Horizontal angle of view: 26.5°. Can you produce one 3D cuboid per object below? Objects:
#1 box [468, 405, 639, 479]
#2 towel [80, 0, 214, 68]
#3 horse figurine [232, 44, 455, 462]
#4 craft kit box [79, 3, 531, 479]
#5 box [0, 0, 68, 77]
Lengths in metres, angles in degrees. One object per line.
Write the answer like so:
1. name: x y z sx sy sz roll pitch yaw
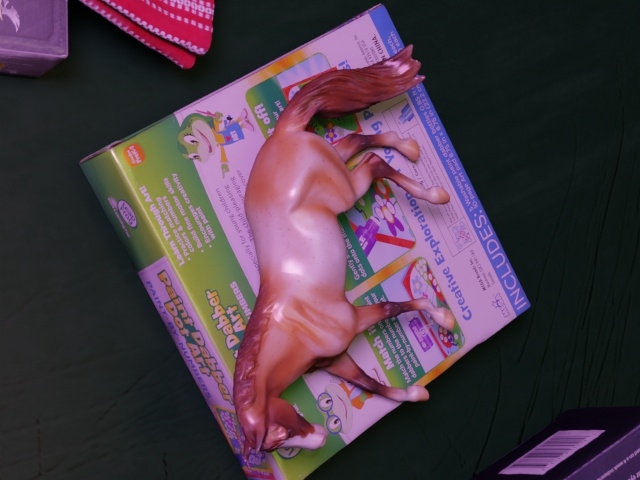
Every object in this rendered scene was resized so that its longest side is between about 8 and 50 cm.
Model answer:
1. box: 0.204 0.244 0.985 0.153 0.108 0.207 -26 97 -33
2. towel: -0.119 -0.272 0.860 0.199 0.031 0.275 31 60 -44
3. horse figurine: 0.010 0.004 0.864 0.174 0.066 0.263 5 82 -38
4. craft kit box: 0.000 0.000 0.927 0.246 0.061 0.250 -32 100 -35
5. box: -0.263 -0.198 0.788 0.231 0.056 0.183 2 82 -32
